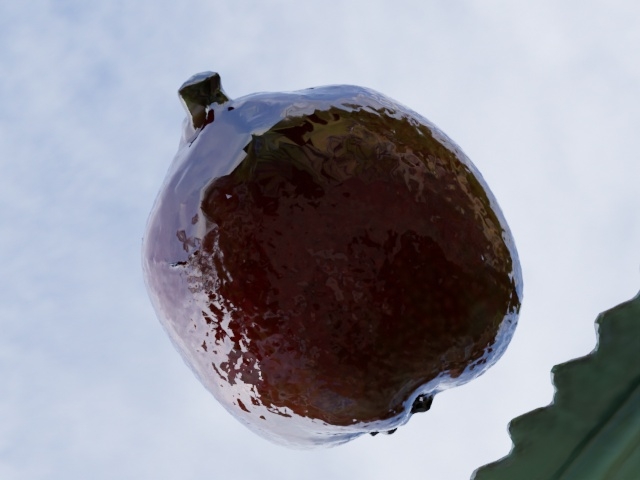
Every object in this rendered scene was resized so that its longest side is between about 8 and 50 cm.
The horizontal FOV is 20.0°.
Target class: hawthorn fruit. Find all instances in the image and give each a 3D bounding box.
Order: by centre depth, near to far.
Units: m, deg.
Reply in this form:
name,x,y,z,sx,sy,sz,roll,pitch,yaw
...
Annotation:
name,x,y,z,sx,sy,sz,roll,pitch,yaw
hawthorn fruit,0.000,0.000,0.836,0.169,0.169,0.188,-29,-87,-27

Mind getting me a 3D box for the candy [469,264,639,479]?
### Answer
name,x,y,z,sx,sy,sz,roll,pitch,yaw
candy,0.258,0.081,0.694,0.398,0.172,0.263,25,-73,-26
